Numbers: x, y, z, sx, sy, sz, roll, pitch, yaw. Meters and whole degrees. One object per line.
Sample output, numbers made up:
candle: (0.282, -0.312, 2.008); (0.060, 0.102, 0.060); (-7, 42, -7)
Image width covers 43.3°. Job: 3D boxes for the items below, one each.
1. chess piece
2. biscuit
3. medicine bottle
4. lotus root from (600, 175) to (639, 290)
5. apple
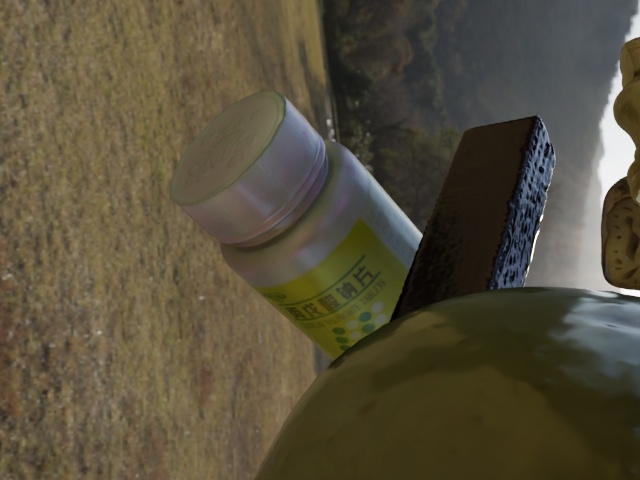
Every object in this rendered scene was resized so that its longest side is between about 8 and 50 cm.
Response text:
chess piece: (0.416, -0.078, 0.944); (0.117, 0.117, 0.397); (69, 19, -59)
biscuit: (0.176, 0.001, 0.901); (0.073, 0.107, 0.388); (58, 40, -32)
medicine bottle: (0.000, 0.000, 1.052); (0.378, 0.214, 0.213); (45, 31, -32)
lotus root: (0.537, -0.031, 1.245); (0.180, 0.199, 0.188); (-57, 153, -52)
apple: (0.154, 0.258, 0.428); (0.473, 0.474, 0.473); (-6, 90, -81)
